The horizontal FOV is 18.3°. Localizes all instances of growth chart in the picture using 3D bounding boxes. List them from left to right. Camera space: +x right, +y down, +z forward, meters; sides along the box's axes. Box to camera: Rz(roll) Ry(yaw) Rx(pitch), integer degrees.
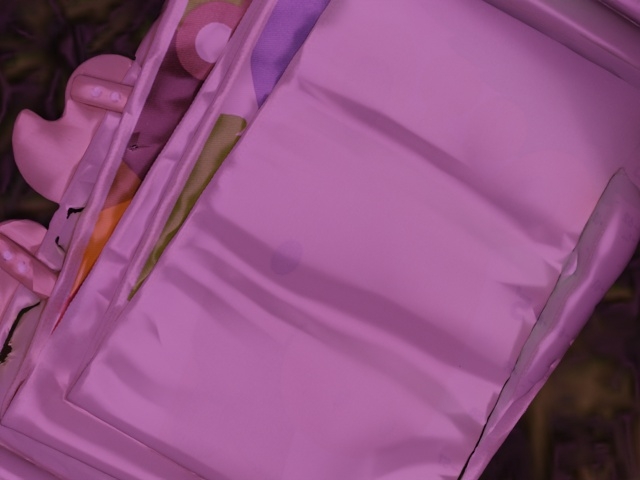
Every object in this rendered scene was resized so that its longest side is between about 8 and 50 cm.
[{"bbox_3d":[0.000,0.000,0.544,0.172,0.021,0.237,38,95,-4],"label":"growth chart"}]
